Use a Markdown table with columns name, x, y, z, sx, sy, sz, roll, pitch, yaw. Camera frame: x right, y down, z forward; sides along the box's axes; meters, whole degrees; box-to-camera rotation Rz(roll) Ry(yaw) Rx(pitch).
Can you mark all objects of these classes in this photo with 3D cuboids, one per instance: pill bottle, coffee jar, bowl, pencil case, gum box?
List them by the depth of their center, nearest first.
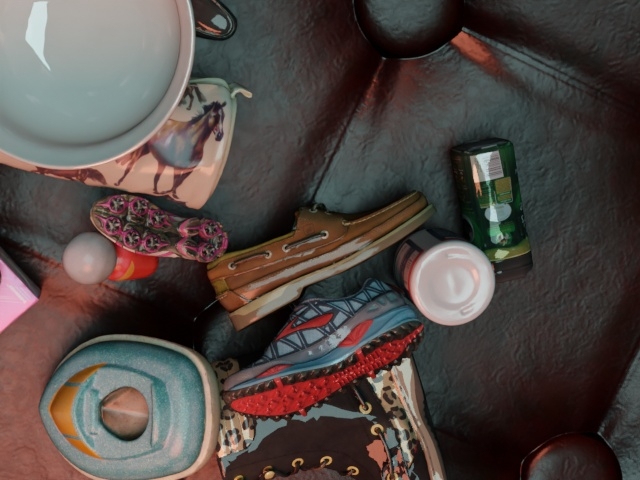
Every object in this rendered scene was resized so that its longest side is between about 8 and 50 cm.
| name | x | y | z | sx | sy | sz | roll | pitch | yaw |
| --- | --- | --- | --- | --- | --- | --- | --- | --- | --- |
| bowl | -0.273 | -0.231 | 1.574 | 0.298 | 0.134 | 0.298 | 1 | 98 | 6 |
| pencil case | -0.301 | -0.165 | 1.732 | 0.410 | 0.160 | 0.183 | 13 | 115 | -9 |
| gum box | -0.458 | 0.037 | 1.792 | 0.107 | 0.062 | 0.188 | -41 | 102 | 0 |
| pill bottle | 0.152 | 0.040 | 1.814 | 0.108 | 0.180 | 0.108 | -1 | 99 | -7 |
| coffee jar | 0.226 | -0.039 | 1.855 | 0.079 | 0.096 | 0.184 | -12 | 101 | -7 |

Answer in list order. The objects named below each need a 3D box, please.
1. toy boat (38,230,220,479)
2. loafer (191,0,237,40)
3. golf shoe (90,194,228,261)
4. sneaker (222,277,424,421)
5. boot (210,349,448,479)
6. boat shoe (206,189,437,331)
| name | x | y | z | sx | sy | sz | roll | pitch | yaw |
| --- | --- | --- | --- | --- | --- | --- | --- | --- | --- |
| toy boat | -0.258 | 0.149 | 1.768 | 0.267 | 0.148 | 0.318 | -7 | 85 | 29 |
| loafer | -0.182 | -0.302 | 1.777 | 0.170 | 0.061 | 0.062 | 26 | 95 | -11 |
| golf shoe | -0.213 | -0.011 | 1.780 | 0.186 | 0.086 | 0.067 | 18 | 79 | -34 |
| sneaker | -0.007 | 0.133 | 1.769 | 0.262 | 0.125 | 0.104 | -23 | 142 | -6 |
| boot | 0.010 | 0.286 | 1.855 | 0.284 | 0.138 | 0.377 | -15 | 97 | -6 |
| boat shoe | 0.000 | 0.000 | 1.824 | 0.307 | 0.111 | 0.104 | -29 | 87 | -9 |
